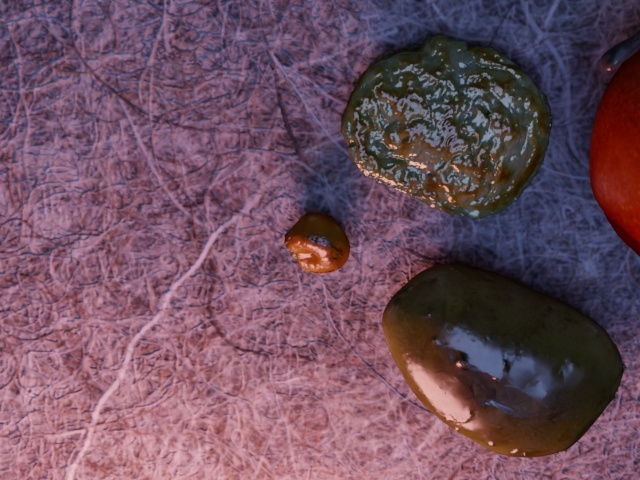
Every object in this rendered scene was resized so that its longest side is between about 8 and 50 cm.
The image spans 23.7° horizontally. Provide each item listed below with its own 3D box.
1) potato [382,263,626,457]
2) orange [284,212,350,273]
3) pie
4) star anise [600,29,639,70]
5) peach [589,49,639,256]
[{"bbox_3d":[0.219,0.145,1.876,0.307,0.173,0.210,30,112,-7],"label":"potato"},{"bbox_3d":[0.000,0.000,1.887,0.086,0.062,0.086,20,150,12],"label":"orange"},{"bbox_3d":[0.155,-0.142,1.814,0.248,0.090,0.201,24,100,-7],"label":"pie"},{"bbox_3d":[0.296,-0.401,1.669,0.316,0.139,0.359,33,88,15],"label":"star anise"},{"bbox_3d":[0.481,-0.106,1.664,0.388,0.388,0.388,1,111,2],"label":"peach"}]
